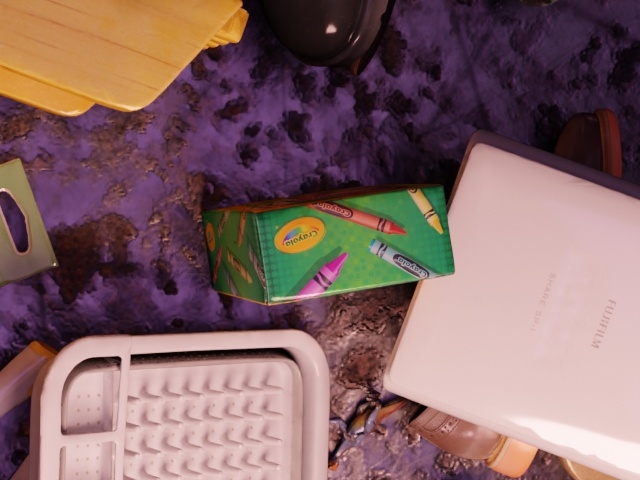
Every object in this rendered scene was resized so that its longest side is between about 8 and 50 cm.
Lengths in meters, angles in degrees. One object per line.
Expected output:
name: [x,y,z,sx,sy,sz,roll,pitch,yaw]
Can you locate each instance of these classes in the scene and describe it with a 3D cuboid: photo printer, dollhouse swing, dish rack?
photo printer: [0.239,0.069,1.768,0.308,0.107,0.256,21,93,7]
dollhouse swing: [-0.276,-0.097,1.630,0.315,0.347,0.305,20,86,-16]
dish rack: [-0.135,0.222,1.782,0.333,0.072,0.285,0,92,-43]

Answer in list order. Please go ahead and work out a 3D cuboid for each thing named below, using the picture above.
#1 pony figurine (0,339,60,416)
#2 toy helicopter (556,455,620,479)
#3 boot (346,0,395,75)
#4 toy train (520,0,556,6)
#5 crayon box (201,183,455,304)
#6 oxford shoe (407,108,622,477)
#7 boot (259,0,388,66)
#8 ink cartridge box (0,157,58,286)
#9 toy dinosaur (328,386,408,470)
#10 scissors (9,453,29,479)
pony figurine: [-0.411,0.200,1.664,0.303,0.351,0.363,33,89,27]
toy helicopter: [0.391,0.215,1.925,0.355,0.140,0.235,15,92,-15]
boot: [0.025,-0.272,1.868,0.106,0.082,0.219,16,94,10]
toy train: [0.196,-0.377,1.823,0.190,0.142,0.334,-35,119,1]
crayon box: [0.000,0.000,1.754,0.165,0.278,0.081,-9,93,-12]
oxford shoe: [0.189,0.036,1.879,0.133,0.130,0.363,19,87,-5]
boot: [-0.144,-0.338,1.646,0.445,0.146,0.367,0,85,-45]
ink cartridge box: [-0.356,0.008,1.786,0.209,0.062,0.109,-20,96,-11]
toy dinosaur: [0.038,0.186,1.894,0.090,0.047,0.082,14,108,-23]
scissors: [-0.328,0.285,1.818,0.109,0.021,0.297,10,71,25]
